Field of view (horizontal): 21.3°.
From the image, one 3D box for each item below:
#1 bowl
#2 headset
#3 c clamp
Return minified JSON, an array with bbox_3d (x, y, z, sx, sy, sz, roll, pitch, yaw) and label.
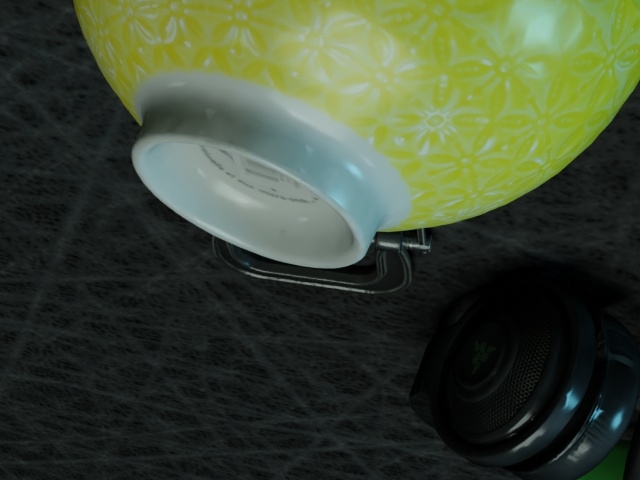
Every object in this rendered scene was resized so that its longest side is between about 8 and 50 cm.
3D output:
[{"bbox_3d":[-0.003,-0.081,0.784,0.289,0.156,0.289,20,159,8],"label":"bowl"},{"bbox_3d":[0.208,0.092,1.128,0.243,0.185,0.394,22,166,-8],"label":"headset"},{"bbox_3d":[0.000,0.000,1.133,0.161,0.022,0.137,5,156,14],"label":"c clamp"}]
